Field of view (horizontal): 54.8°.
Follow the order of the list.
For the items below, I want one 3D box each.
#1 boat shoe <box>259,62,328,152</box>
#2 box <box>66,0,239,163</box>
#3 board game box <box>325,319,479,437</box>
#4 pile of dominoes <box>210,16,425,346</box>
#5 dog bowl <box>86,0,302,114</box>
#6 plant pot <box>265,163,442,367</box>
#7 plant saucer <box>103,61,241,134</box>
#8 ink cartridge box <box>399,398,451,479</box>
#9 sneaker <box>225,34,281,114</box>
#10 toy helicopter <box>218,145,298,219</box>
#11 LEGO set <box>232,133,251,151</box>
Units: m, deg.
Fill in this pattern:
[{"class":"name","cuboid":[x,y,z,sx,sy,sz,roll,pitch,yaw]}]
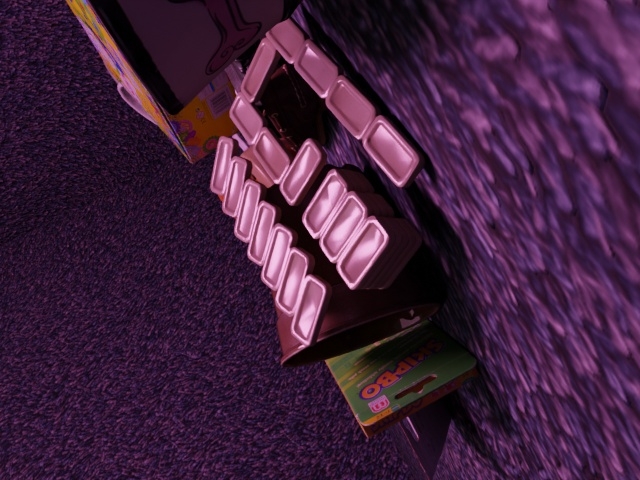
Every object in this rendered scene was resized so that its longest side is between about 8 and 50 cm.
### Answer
[{"class":"boat shoe","cuboid":[-0.036,-0.142,0.694,0.073,0.073,0.207,62,176,8]},{"class":"box","cuboid":[-0.244,-0.325,0.933,0.279,0.177,0.290,46,167,25]},{"class":"board game box","cuboid":[0.073,0.128,0.682,0.039,0.124,0.259,63,175,-10]},{"class":"pile of dominoes","cuboid":[-0.011,-0.057,0.548,0.195,0.040,0.251,-58,49,30]},{"class":"dog bowl","cuboid":[-0.127,-0.292,0.372,0.407,0.151,0.408,61,177,6]},{"class":"plant pot","cuboid":[0.014,0.022,0.627,0.167,0.167,0.165,80,170,-72]},{"class":"plant saucer","cuboid":[-0.338,-0.325,1.388,0.401,0.100,0.400,27,168,6]},{"class":"ink cartridge box","cuboid":[0.108,0.207,0.788,0.145,0.045,0.179,63,-157,1]},{"class":"sneaker","cuboid":[-0.084,-0.222,0.760,0.106,0.078,0.234,56,175,34]},{"class":"toy helicopter","cuboid":[0.000,0.000,0.948,0.355,0.140,0.235,53,167,-10]},{"class":"LEGO set","cuboid":[-0.084,-0.094,1.172,0.244,0.060,0.182,49,-175,31]}]
